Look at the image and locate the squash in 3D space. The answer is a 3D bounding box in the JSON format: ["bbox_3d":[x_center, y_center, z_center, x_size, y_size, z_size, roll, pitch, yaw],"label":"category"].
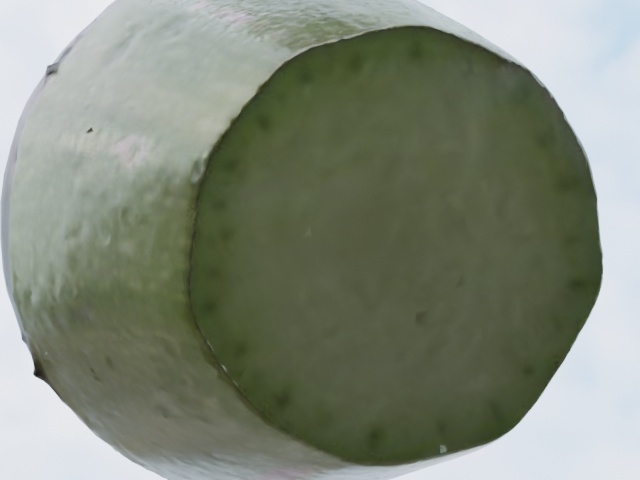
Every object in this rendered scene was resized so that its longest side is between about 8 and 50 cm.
[{"bbox_3d":[0.000,0.000,0.567,0.170,0.170,0.123,31,-6,-20],"label":"squash"}]
